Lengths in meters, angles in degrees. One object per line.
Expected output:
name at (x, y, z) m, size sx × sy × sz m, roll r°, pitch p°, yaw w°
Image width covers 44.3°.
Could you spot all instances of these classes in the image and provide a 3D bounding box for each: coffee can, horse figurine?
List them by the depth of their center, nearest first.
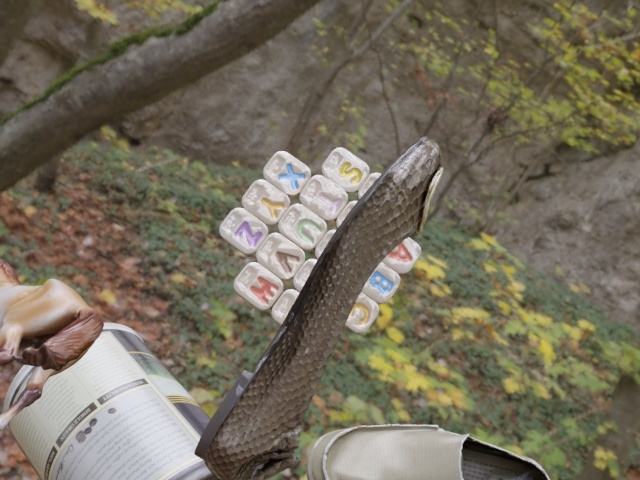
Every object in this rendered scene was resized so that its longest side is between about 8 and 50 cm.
horse figurine at (-0.257, 0.074, 0.617) m, size 0.263 × 0.174 × 0.066 m, roll 1°, pitch -61°, yaw 34°
coffee can at (-0.227, 0.258, 0.944) m, size 0.275 × 0.201 × 0.201 m, roll 39°, pitch 1°, yaw 34°

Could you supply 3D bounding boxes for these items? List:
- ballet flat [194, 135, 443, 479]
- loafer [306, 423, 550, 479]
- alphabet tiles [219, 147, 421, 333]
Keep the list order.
ballet flat at (0.012, 0.046, 0.494) m, size 0.058 × 0.250 × 0.084 m, roll 33°, pitch -8°, yaw 9°
loafer at (0.121, 0.240, 0.821) m, size 0.268 × 0.102 × 0.092 m, roll 8°, pitch -31°, yaw -6°
alphabet tiles at (0.000, 0.000, 1.207) m, size 0.278 × 0.284 × 0.021 m, roll 36°, pitch -10°, yaw 2°
